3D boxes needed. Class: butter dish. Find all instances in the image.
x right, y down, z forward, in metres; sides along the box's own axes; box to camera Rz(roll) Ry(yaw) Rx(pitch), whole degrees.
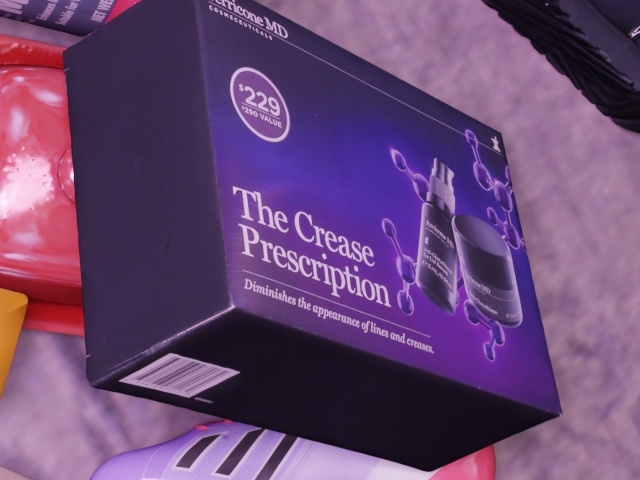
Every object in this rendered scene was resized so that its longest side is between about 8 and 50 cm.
[{"bbox_3d":[-0.134,-0.032,0.854,0.159,0.118,0.160,9,84,-20],"label":"butter dish"}]

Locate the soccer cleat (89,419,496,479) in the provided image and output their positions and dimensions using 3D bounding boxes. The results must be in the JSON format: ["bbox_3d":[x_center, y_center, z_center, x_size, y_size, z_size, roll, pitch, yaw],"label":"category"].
[{"bbox_3d":[-0.014,0.126,0.921,0.248,0.083,0.095,4,66,-20],"label":"soccer cleat"}]

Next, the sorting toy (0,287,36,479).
[{"bbox_3d":[-0.237,0.181,0.815,0.196,0.047,0.348,35,75,-44],"label":"sorting toy"}]

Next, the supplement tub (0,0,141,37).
[{"bbox_3d":[-0.172,-0.213,0.811,0.272,0.191,0.191,11,83,-21],"label":"supplement tub"}]

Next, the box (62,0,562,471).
[{"bbox_3d":[0.000,0.000,0.828,0.261,0.103,0.184,21,49,-46],"label":"box"}]

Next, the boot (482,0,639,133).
[{"bbox_3d":[0.191,-0.218,1.004,0.246,0.094,0.207,42,77,-21],"label":"boot"}]
